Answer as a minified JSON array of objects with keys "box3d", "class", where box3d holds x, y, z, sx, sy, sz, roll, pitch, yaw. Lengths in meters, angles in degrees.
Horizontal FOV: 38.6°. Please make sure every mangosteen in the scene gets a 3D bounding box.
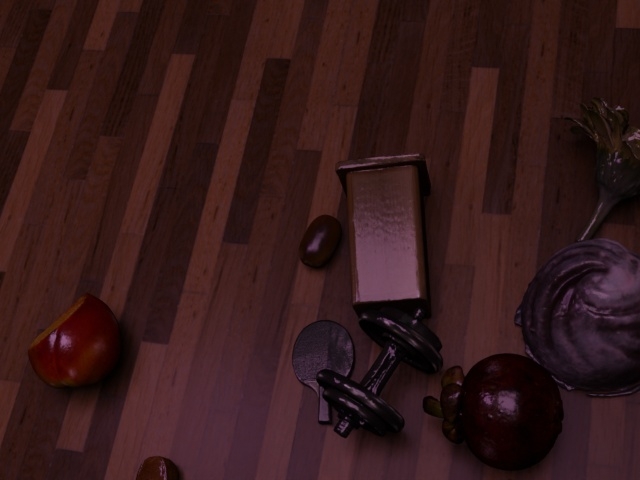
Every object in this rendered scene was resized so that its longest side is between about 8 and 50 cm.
[{"box3d":[0.313,0.307,1.677,0.257,0.215,0.215,7,66,26],"class":"mangosteen"}]

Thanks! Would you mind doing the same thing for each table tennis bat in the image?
[{"box3d":[0.006,0.265,1.862,0.130,0.019,0.220,-6,63,10],"class":"table tennis bat"}]

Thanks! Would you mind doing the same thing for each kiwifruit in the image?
[{"box3d":[0.000,0.000,1.960,0.075,0.075,0.124,22,68,20],"class":"kiwifruit"}]

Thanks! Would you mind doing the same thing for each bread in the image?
[{"box3d":[-0.322,0.471,1.812,0.085,0.053,0.085,-10,63,20],"class":"bread"}]

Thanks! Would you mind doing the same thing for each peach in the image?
[{"box3d":[-0.512,0.209,1.900,0.190,0.190,0.192,-11,82,6],"class":"peach"}]

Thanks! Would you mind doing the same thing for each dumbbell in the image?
[{"box3d":[0.114,0.250,1.751,0.192,0.192,0.290,30,75,22],"class":"dumbbell"}]

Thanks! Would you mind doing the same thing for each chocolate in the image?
[{"box3d":[0.526,0.125,1.717,0.303,0.213,0.303,-4,64,8],"class":"chocolate"}]

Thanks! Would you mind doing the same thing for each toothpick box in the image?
[{"box3d":[0.139,0.000,1.878,0.187,0.190,0.308,-5,69,9],"class":"toothpick box"}]

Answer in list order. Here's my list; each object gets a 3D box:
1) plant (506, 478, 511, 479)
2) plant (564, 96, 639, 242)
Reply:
[{"box3d":[0.315,0.480,1.683,0.102,0.051,0.051,-31,62,12],"class":"plant"},{"box3d":[0.648,-0.141,1.862,0.261,0.297,0.306,-6,17,-17],"class":"plant"}]
